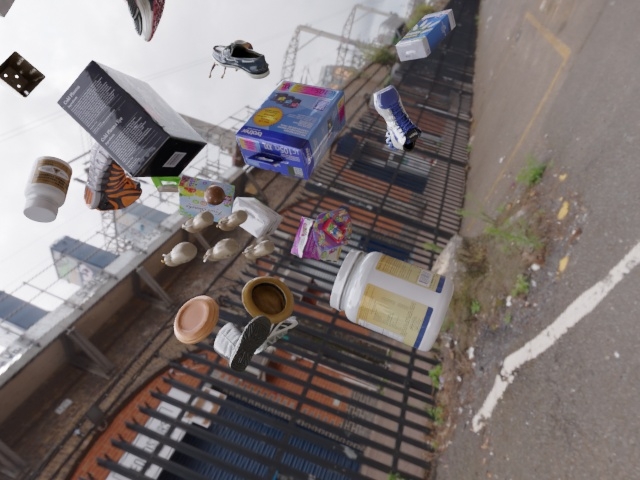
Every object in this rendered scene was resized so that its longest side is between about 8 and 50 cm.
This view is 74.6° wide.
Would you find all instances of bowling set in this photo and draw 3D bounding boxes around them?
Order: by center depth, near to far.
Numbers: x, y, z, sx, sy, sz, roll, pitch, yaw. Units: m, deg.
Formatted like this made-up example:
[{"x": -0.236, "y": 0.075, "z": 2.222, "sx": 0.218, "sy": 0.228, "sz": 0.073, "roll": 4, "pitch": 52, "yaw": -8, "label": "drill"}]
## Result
[{"x": -0.275, "y": -0.036, "z": 1.134, "sx": 0.154, "sy": 0.287, "sz": 0.199, "roll": -20, "pitch": 72, "yaw": 55, "label": "bowling set"}]

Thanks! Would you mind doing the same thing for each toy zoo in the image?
[{"x": -0.696, "y": -0.336, "z": 1.783, "sx": 0.030, "sy": 0.293, "sz": 0.192, "roll": -31, "pitch": -1, "yaw": 13, "label": "toy zoo"}]

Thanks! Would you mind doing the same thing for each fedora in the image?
[{"x": -0.190, "y": 0.222, "z": 1.495, "sx": 0.079, "sy": 0.194, "sz": 0.194, "roll": 112, "pitch": -177, "yaw": -49, "label": "fedora"}]

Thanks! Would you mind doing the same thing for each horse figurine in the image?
[{"x": -0.356, "y": -0.748, "z": 1.709, "sx": 0.263, "sy": 0.066, "sz": 0.174, "roll": -45, "pitch": 1, "yaw": -36, "label": "horse figurine"}]

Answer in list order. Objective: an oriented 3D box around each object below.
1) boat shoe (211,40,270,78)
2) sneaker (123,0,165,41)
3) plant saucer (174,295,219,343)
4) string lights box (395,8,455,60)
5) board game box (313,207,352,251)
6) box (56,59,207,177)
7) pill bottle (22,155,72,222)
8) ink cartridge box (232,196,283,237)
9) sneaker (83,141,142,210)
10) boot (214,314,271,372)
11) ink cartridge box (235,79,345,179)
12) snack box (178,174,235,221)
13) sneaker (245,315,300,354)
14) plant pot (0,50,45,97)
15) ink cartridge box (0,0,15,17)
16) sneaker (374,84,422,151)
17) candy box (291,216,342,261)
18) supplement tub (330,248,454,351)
[{"x": -0.273, "y": -0.612, "z": 1.393, "sx": 0.095, "sy": 0.254, "sz": 0.079, "roll": -39, "pitch": -32, "yaw": -24, "label": "boat shoe"}, {"x": -0.437, "y": -0.601, "z": 1.002, "sx": 0.299, "sy": 0.112, "sz": 0.120, "roll": 146, "pitch": 137, "yaw": -69, "label": "sneaker"}, {"x": -0.492, "y": 0.303, "z": 1.640, "sx": 0.037, "sy": 0.200, "sz": 0.200, "roll": 56, "pitch": -130, "yaw": -49, "label": "plant saucer"}, {"x": 0.448, "y": -0.869, "z": 1.780, "sx": 0.259, "sy": 0.133, "sz": 0.076, "roll": -51, "pitch": -50, "yaw": -24, "label": "string lights box"}, {"x": 0.053, "y": -0.035, "z": 1.438, "sx": 0.169, "sy": 0.033, "sz": 0.133, "roll": -16, "pitch": -72, "yaw": -34, "label": "board game box"}, {"x": -0.593, "y": -0.379, "z": 1.385, "sx": 0.179, "sy": 0.312, "sz": 0.343, "roll": -45, "pitch": 4, "yaw": 9, "label": "box"}, {"x": -1.003, "y": -0.186, "z": 1.540, "sx": 0.131, "sy": 0.131, "sz": 0.229, "roll": 97, "pitch": 168, "yaw": -58, "label": "pill bottle"}, {"x": -0.331, "y": -0.121, "z": 2.152, "sx": 0.117, "sy": 0.201, "sz": 0.278, "roll": -57, "pitch": -4, "yaw": 9, "label": "ink cartridge box"}, {"x": -0.760, "y": -0.260, "z": 1.581, "sx": 0.180, "sy": 0.125, "sz": 0.321, "roll": 0, "pitch": -57, "yaw": -53, "label": "sneaker"}, {"x": -0.241, "y": 0.288, "z": 1.270, "sx": 0.189, "sy": 0.076, "sz": 0.208, "roll": -54, "pitch": 18, "yaw": -9, "label": "boot"}, {"x": -0.108, "y": -0.378, "z": 1.486, "sx": 0.395, "sy": 0.270, "sz": 0.151, "roll": -61, "pitch": -24, "yaw": -29, "label": "ink cartridge box"}, {"x": -0.457, "y": -0.160, "z": 1.687, "sx": 0.174, "sy": 0.207, "sz": 0.070, "roll": 113, "pitch": 166, "yaw": -50, "label": "snack box"}, {"x": -0.207, "y": 0.368, "z": 1.857, "sx": 0.122, "sy": 0.146, "sz": 0.330, "roll": -34, "pitch": -7, "yaw": 26, "label": "sneaker"}, {"x": -1.024, "y": -0.548, "z": 1.414, "sx": 0.109, "sy": 0.096, "sz": 0.109, "roll": 46, "pitch": -122, "yaw": -40, "label": "plant pot"}, {"x": -0.882, "y": -0.810, "z": 1.108, "sx": 0.394, "sy": 0.286, "sz": 0.166, "roll": -68, "pitch": -28, "yaw": -11, "label": "ink cartridge box"}, {"x": 0.361, "y": -0.520, "z": 1.854, "sx": 0.127, "sy": 0.182, "sz": 0.315, "roll": -33, "pitch": -53, "yaw": -9, "label": "sneaker"}, {"x": 0.000, "y": 0.000, "z": 1.754, "sx": 0.233, "sy": 0.071, "sz": 0.159, "roll": 9, "pitch": -79, "yaw": -50, "label": "candy box"}, {"x": 0.210, "y": 0.167, "z": 1.251, "sx": 0.228, "sy": 0.316, "sz": 0.228, "roll": 21, "pitch": -90, "yaw": -75, "label": "supplement tub"}]
